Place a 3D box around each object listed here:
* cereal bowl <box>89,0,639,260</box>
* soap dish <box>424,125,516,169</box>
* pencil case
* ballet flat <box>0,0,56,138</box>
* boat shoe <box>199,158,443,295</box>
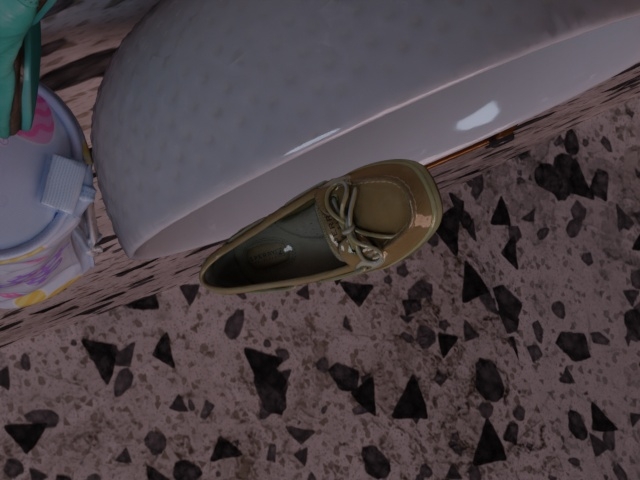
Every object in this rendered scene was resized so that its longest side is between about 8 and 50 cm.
[{"bbox_3d":[0.025,-0.115,0.854,0.339,0.141,0.339,-22,176,-2],"label":"cereal bowl"},{"bbox_3d":[0.038,-0.100,1.307,0.291,0.118,0.229,-24,176,0],"label":"soap dish"},{"bbox_3d":[-0.197,-0.024,0.961,0.113,0.124,0.273,-60,-179,-11],"label":"pencil case"},{"bbox_3d":[-0.152,-0.100,0.640,0.087,0.083,0.247,2,170,-13],"label":"ballet flat"},{"bbox_3d":[-0.001,-0.002,0.836,0.153,0.056,0.048,-16,-173,42],"label":"boat shoe"}]
